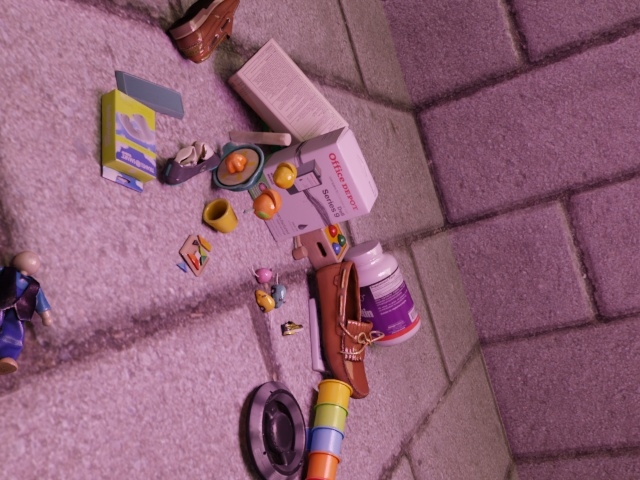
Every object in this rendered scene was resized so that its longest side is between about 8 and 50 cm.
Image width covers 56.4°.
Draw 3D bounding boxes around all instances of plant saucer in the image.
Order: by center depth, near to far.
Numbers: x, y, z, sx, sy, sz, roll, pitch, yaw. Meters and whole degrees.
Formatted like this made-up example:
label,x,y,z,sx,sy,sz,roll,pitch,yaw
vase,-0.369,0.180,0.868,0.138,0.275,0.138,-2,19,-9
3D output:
label,x,y,z,sx,sy,sz,roll,pitch,yaw
plant saucer,-0.365,-0.316,1.301,0.192,0.018,0.067,3,72,-62

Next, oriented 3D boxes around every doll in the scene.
label,x,y,z,sx,sy,sz,roll,pitch,yaw
doll,-0.445,0.097,0.864,0.129,0.046,0.189,35,38,-39

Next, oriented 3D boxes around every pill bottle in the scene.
label,x,y,z,sx,sy,sz,roll,pitch,yaw
pill bottle,0.191,0.169,1.936,0.323,0.181,0.181,66,27,-15

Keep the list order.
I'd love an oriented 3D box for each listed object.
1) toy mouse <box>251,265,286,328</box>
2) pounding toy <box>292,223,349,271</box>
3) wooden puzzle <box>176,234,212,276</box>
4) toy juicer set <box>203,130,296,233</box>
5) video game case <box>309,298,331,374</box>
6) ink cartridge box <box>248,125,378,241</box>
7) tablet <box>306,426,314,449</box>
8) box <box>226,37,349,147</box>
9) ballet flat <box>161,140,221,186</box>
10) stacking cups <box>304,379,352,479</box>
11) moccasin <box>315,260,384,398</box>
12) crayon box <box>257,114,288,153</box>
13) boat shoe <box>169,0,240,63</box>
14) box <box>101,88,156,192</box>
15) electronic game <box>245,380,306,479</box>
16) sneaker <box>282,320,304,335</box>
label,x,y,z,sx,sy,sz,roll,pitch,yaw
toy mouse,-0.121,0.117,1.514,0.161,0.031,0.143,65,27,-17
pounding toy,-0.005,-0.006,1.745,0.181,0.094,0.206,65,27,-18
wooden puzzle,-0.269,0.031,1.292,0.079,0.014,0.116,55,32,-33
toy juicer set,-0.158,-0.179,1.412,0.089,0.209,0.329,56,31,-49
video game case,0.026,0.285,1.720,0.183,0.023,0.202,33,47,-54
ink cartridge box,-0.025,-0.145,1.565,0.211,0.289,0.122,63,28,-21
tablet,-0.034,0.496,1.495,0.083,0.006,0.054,25,54,-56
box,-0.087,-0.371,1.616,0.148,0.121,0.311,-47,108,-13
ballet flat,-0.278,-0.181,1.321,0.074,0.074,0.203,67,29,-14
stacking cups,0.007,0.505,1.478,0.096,0.095,0.316,53,37,-35
moccasin,0.087,0.246,1.668,0.139,0.146,0.381,25,54,-57
crayon box,-0.116,-0.383,1.761,0.279,0.081,0.165,68,26,-12
boat shoe,-0.280,-0.552,1.522,0.105,0.110,0.307,61,38,-32
box,-0.377,-0.195,1.177,0.109,0.042,0.179,25,52,-57
electronic game,-0.098,0.436,1.355,0.229,0.048,0.230,43,38,-48
sneaker,-0.070,0.224,1.553,0.083,0.031,0.035,-5,79,-64
